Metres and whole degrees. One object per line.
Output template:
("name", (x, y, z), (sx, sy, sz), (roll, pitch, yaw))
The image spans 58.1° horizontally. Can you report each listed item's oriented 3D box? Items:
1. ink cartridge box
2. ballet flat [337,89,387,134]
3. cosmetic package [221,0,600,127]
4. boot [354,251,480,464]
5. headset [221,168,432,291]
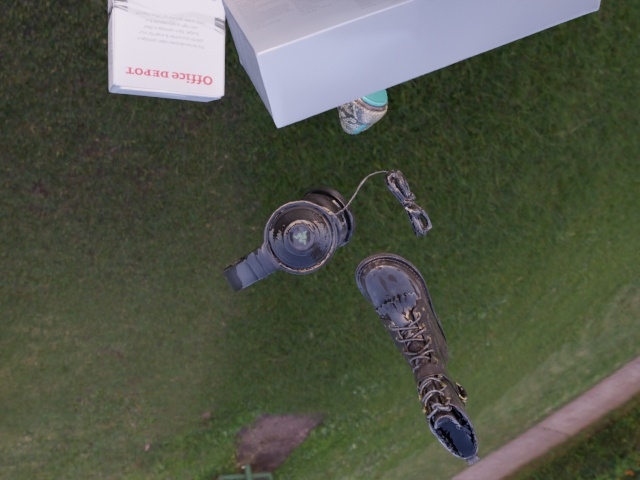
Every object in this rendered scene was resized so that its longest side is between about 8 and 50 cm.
("ink cartridge box", (-0.212, -0.300, 0.789), (0.148, 0.086, 0.203), (0, 97, -26))
("ballet flat", (0.065, -0.502, 1.557), (0.164, 0.482, 0.182), (5, 156, -29))
("cosmetic package", (0.062, -0.162, 0.397), (0.239, 0.098, 0.060), (-21, 138, -6))
("boot", (0.146, 0.160, 0.814), (0.091, 0.229, 0.263), (-30, 118, 13))
("headset", (0.000, 0.000, 1.078), (0.394, 0.243, 0.185), (-32, 93, 23))
